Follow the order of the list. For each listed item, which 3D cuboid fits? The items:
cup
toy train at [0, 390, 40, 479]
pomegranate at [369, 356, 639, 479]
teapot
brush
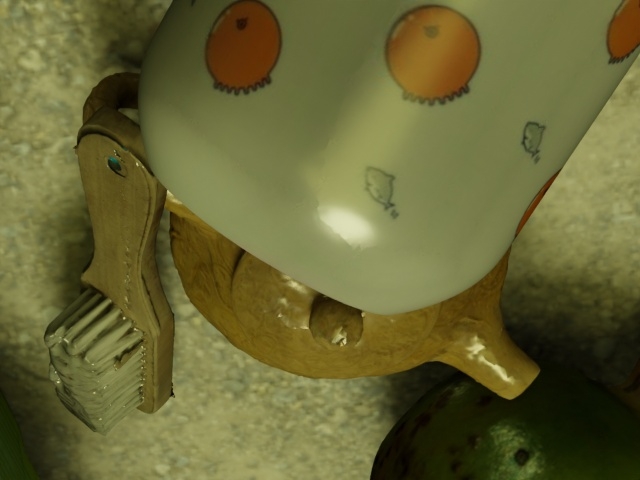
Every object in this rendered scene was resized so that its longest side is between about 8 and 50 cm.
[{"bbox_3d":[0.057,-0.135,0.882,0.212,0.212,0.317,29,100,-20],"label":"cup"},{"bbox_3d":[-0.259,0.142,1.099,0.179,0.272,0.442,-22,124,-2],"label":"toy train"},{"bbox_3d":[0.165,0.164,1.147,0.286,0.231,0.231,-32,120,20],"label":"pomegranate"},{"bbox_3d":[0.000,0.000,1.063,0.311,0.167,0.203,30,121,-18],"label":"teapot"},{"bbox_3d":[-0.125,0.032,1.062,0.070,0.065,0.327,38,154,14],"label":"brush"}]
